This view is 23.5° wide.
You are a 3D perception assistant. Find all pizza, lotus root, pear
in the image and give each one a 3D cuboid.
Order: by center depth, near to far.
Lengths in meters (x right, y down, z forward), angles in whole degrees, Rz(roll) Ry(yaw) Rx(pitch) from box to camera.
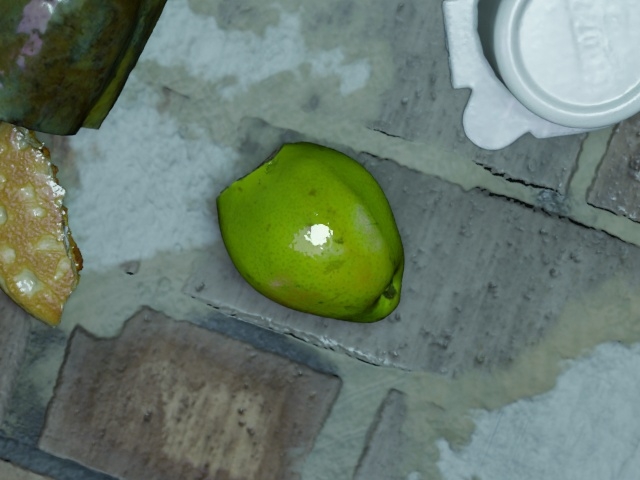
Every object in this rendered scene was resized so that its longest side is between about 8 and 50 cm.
[{"bbox_3d":[-0.272,-0.290,1.590,0.250,0.250,0.346,28,101,-2],"label":"lotus root"},{"bbox_3d":[0.000,0.000,1.656,0.187,0.187,0.219,-41,91,14],"label":"pear"},{"bbox_3d":[-0.332,-0.020,1.750,0.127,0.058,0.246,-20,100,12],"label":"pizza"}]

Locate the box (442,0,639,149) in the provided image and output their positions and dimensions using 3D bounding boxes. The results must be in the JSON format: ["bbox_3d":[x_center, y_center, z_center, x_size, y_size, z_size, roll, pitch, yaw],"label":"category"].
[{"bbox_3d":[0.243,-0.203,1.567,0.262,0.206,0.291,40,103,-5],"label":"box"}]
